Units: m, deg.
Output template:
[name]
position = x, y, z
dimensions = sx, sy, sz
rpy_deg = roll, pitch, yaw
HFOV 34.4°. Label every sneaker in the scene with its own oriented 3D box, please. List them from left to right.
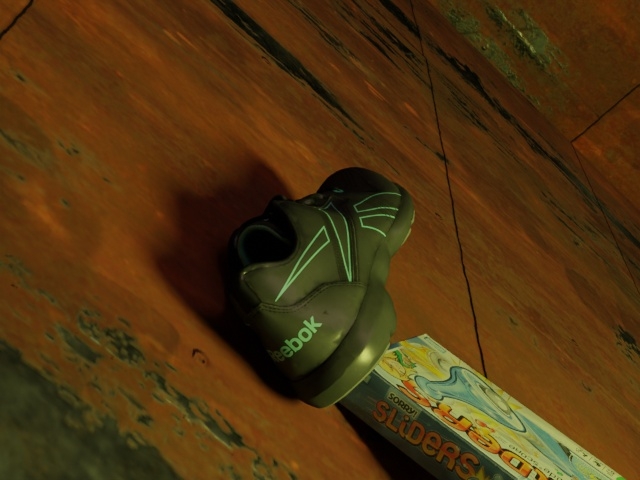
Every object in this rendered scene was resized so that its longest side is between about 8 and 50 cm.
[sneaker]
position = 0.000, 0.000, 0.726
dimensions = 0.106, 0.101, 0.267
rpy_deg = 40, 23, -14

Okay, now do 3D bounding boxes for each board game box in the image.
[board game box]
position = 0.118, 0.142, 0.713
dimensions = 0.201, 0.035, 0.136
rpy_deg = 35, 17, 20
